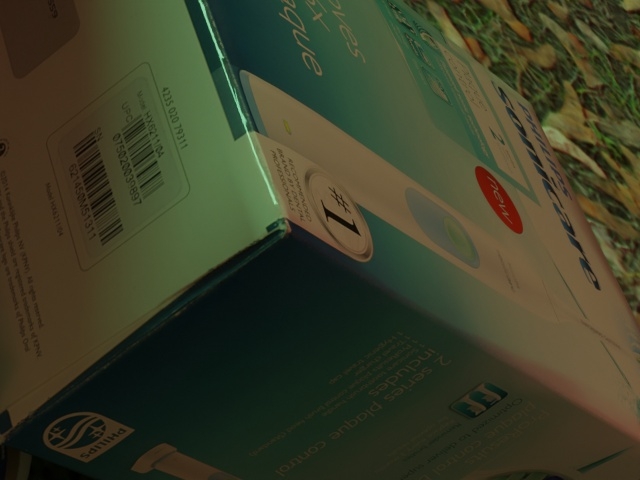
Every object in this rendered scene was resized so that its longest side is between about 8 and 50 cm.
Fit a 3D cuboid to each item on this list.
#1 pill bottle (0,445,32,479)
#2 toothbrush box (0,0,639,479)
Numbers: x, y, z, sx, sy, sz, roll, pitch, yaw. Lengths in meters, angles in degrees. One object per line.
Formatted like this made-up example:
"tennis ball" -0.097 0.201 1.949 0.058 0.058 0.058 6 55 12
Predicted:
"pill bottle" -0.152 0.071 0.571 0.120 0.067 0.067 -14 63 -54
"toothbrush box" 0.000 0.000 0.711 0.295 0.126 0.216 33 29 -47
